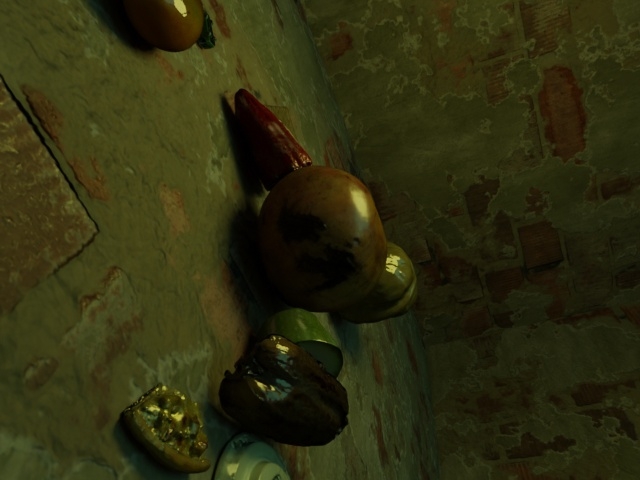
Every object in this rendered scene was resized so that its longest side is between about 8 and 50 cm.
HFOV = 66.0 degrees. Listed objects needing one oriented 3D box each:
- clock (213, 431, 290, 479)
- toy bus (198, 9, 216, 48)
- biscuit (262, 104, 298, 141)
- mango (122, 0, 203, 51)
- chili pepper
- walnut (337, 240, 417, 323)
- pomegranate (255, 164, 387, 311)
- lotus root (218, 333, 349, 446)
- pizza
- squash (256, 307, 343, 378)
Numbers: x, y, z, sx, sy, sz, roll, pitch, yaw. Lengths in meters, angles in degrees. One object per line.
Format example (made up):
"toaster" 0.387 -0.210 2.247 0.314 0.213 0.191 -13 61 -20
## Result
"clock" -0.087 0.414 0.756 0.236 0.053 0.236 -15 90 -76
"toy bus" -0.257 -0.467 1.095 0.031 0.037 0.083 25 51 -72
"biscuit" -0.119 -0.269 1.368 0.325 0.044 0.217 -52 126 -71
"mango" -0.264 -0.402 0.864 0.138 0.113 0.253 62 11 -17
"chili pepper" -0.126 -0.236 1.155 0.252 0.136 0.144 58 13 5
"walnut" 0.157 0.127 1.522 0.253 0.277 0.281 -74 156 -54
"pomegranate" 0.000 0.000 1.065 0.322 0.322 0.322 -16 90 -75
"lotus root" -0.033 0.288 0.838 0.078 0.167 0.329 36 -7 46
"pizza" -0.183 0.235 0.624 0.099 0.036 0.160 -90 158 -47
"squash" -0.049 0.208 0.921 0.170 0.170 0.122 59 7 -45
